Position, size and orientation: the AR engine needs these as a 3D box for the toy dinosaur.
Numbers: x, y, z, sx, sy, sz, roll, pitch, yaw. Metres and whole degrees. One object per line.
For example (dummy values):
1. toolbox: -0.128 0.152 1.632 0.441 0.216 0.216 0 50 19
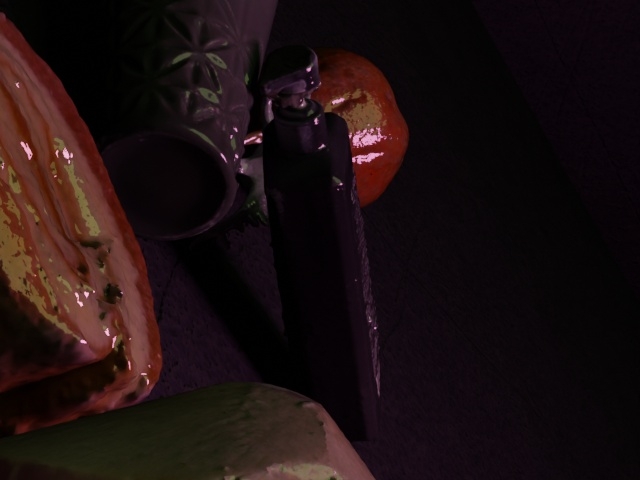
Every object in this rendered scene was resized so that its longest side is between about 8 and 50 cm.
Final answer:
1. toy dinosaur: -0.045 -0.047 1.515 0.209 0.039 0.082 -55 139 -47

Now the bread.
1. bread: -0.173 -0.002 0.944 0.244 0.123 0.190 64 13 -5

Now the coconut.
1. coconut: -0.058 0.164 0.825 0.241 0.241 0.241 57 16 -26

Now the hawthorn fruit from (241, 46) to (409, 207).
1. hawthorn fruit: -0.005 -0.096 1.646 0.149 0.149 0.189 67 10 13

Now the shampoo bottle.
1. shampoo bottle: 0.000 -0.001 1.441 0.098 0.071 0.309 -85 169 -55

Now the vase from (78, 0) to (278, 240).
1. vase: -0.103 -0.125 1.400 0.301 0.156 0.251 -90 176 -49
